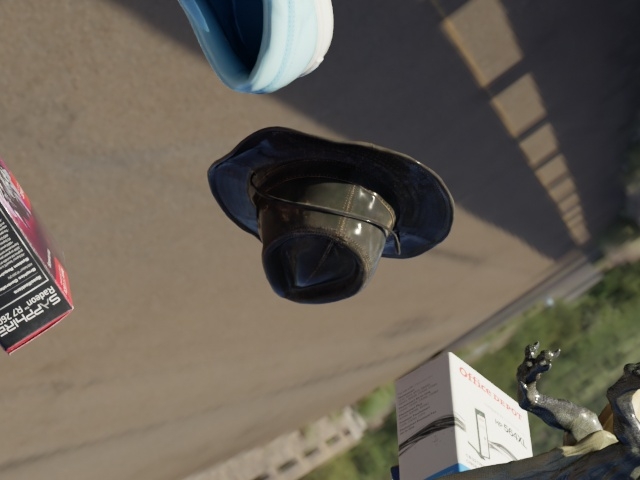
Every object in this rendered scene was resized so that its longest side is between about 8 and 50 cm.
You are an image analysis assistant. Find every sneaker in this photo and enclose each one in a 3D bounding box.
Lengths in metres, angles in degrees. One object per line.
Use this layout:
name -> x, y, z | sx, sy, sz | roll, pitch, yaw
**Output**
sneaker -> -0.093, -0.302, 1.141 | 0.135, 0.366, 0.150 | -17, -163, 26

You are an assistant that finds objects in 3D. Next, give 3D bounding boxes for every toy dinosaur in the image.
toy dinosaur -> 0.178, 0.131, 0.840 | 0.268, 0.118, 0.064 | -1, -163, 15

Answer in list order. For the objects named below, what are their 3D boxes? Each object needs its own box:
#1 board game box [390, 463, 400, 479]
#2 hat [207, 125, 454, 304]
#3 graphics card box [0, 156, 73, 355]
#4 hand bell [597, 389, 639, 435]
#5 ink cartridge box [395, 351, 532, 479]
board game box -> 0.227, 0.362, 1.815 | 0.194, 0.060, 0.194 | -21, 132, 19
hat -> 0.000, 0.000, 1.561 | 0.331, 0.134, 0.331 | 10, 155, 5
graphics card box -> -0.397, -0.081, 1.355 | 0.094, 0.371, 0.233 | -33, -161, -3
hand bell -> 0.311, 0.222, 0.981 | 0.126, 0.242, 0.126 | -57, 172, -12
ink cartridge box -> 0.161, 0.245, 1.404 | 0.086, 0.148, 0.203 | -34, -145, 29
